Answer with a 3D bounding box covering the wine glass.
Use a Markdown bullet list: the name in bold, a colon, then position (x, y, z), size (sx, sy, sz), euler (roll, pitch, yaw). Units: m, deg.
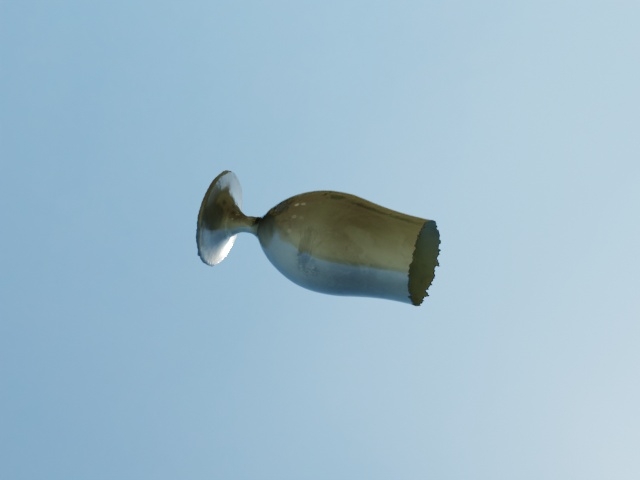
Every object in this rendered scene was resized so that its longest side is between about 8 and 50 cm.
- **wine glass**: position (0.000, 0.000, 1.379), size (0.202, 0.093, 0.093), euler (14, -147, 21)
